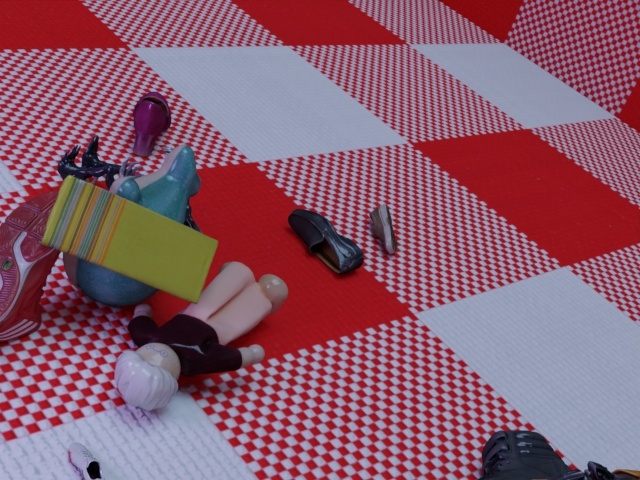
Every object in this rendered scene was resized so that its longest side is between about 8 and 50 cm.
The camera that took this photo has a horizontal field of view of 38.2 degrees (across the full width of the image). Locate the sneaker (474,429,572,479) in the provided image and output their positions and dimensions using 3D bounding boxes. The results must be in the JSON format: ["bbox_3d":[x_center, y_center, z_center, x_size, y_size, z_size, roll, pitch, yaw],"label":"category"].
[{"bbox_3d":[0.241,0.342,1.289,0.296,0.104,0.147,5,32,-33],"label":"sneaker"}]

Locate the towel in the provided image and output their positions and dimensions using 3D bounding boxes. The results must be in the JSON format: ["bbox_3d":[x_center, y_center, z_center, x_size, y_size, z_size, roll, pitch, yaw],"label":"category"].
[{"bbox_3d":[-0.263,0.002,1.293,0.237,0.102,0.021,25,-16,-24],"label":"towel"}]

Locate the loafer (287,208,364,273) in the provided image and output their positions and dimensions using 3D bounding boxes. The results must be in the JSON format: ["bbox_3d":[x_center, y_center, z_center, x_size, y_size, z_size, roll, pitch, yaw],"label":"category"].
[{"bbox_3d":[0.000,0.000,1.701,0.170,0.062,0.061,35,38,23],"label":"loafer"}]

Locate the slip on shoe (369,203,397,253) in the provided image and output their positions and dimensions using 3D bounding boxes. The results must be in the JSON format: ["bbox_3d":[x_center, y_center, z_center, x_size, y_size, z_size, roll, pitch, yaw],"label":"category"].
[{"bbox_3d":[0.122,-0.019,1.825,0.041,0.051,0.135,-18,42,10],"label":"slip on shoe"}]

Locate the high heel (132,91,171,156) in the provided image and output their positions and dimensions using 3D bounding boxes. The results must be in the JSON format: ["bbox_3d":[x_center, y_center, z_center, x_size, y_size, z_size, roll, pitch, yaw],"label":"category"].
[{"bbox_3d":[-0.336,-0.273,1.857,0.082,0.117,0.244,17,32,-7],"label":"high heel"}]

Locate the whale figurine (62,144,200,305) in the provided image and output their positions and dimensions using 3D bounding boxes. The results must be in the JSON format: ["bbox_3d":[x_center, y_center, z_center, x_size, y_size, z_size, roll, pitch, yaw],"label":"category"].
[{"bbox_3d":[-0.258,-0.017,1.399,0.141,0.216,0.272,31,63,19],"label":"whale figurine"}]

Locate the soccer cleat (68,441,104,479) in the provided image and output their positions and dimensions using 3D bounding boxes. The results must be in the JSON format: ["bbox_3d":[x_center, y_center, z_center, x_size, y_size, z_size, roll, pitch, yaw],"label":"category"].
[{"bbox_3d":[-0.283,0.273,1.127,0.029,0.035,0.083,-5,40,-36],"label":"soccer cleat"}]

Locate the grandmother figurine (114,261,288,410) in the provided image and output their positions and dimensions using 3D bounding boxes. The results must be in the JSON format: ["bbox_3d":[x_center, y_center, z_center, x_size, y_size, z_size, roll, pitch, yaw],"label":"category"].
[{"bbox_3d":[-0.186,0.134,1.341,0.208,0.104,0.342,8,24,20],"label":"grandmother figurine"}]

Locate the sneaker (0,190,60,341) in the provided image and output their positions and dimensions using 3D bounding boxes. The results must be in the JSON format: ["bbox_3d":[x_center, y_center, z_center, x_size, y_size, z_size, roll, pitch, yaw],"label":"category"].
[{"bbox_3d":[-0.410,0.041,1.295,0.087,0.128,0.221,27,62,10],"label":"sneaker"}]

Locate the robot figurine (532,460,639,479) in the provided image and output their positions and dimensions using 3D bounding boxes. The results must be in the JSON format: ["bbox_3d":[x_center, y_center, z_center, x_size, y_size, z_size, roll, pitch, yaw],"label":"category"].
[{"bbox_3d":[0.371,0.387,1.215,0.291,0.211,0.085,12,10,-23],"label":"robot figurine"}]

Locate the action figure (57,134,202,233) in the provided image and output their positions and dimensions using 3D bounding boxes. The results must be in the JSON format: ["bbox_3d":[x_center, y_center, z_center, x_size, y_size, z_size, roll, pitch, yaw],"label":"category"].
[{"bbox_3d":[-0.305,-0.089,1.576,0.276,0.140,0.164,27,20,11],"label":"action figure"}]
